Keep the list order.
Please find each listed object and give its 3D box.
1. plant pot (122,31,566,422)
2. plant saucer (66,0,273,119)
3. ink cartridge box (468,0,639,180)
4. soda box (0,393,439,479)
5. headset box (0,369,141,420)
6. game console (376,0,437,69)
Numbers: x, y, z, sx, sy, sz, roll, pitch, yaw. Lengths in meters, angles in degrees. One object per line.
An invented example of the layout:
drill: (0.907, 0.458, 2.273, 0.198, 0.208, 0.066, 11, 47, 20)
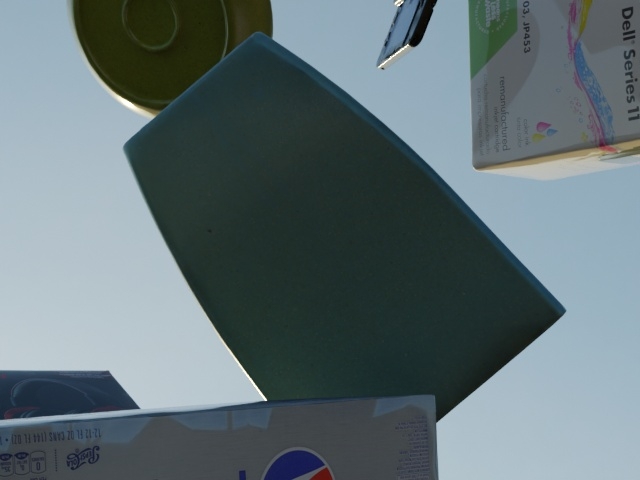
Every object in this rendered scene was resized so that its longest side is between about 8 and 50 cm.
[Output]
plant pot: (0.000, 0.000, 1.019, 0.165, 0.234, 0.166, -40, 2, 3)
plant saucer: (-0.163, -0.227, 1.727, 0.241, 0.241, 0.037, -29, 5, 32)
ink cartridge box: (0.312, -0.185, 1.653, 0.119, 0.207, 0.353, 7, -12, -44)
soda box: (-0.078, 0.122, 0.774, 0.286, 0.091, 0.098, 0, -5, -42)
headset box: (-0.279, 0.215, 1.674, 0.218, 0.293, 0.110, 3, -74, -26)
game console: (0.059, -0.219, 1.500, 0.071, 0.107, 0.122, 23, -10, -10)
